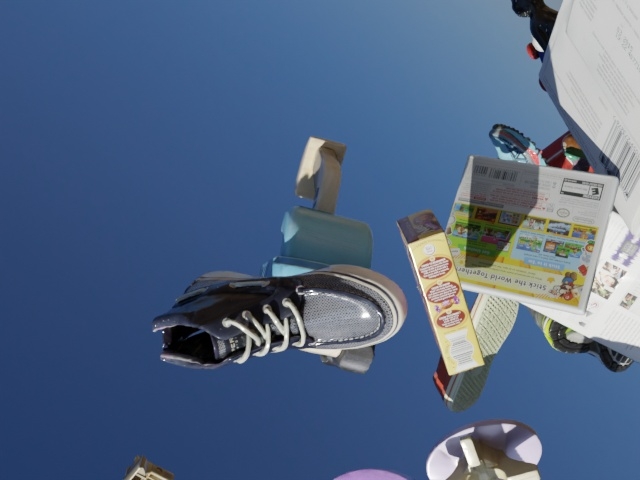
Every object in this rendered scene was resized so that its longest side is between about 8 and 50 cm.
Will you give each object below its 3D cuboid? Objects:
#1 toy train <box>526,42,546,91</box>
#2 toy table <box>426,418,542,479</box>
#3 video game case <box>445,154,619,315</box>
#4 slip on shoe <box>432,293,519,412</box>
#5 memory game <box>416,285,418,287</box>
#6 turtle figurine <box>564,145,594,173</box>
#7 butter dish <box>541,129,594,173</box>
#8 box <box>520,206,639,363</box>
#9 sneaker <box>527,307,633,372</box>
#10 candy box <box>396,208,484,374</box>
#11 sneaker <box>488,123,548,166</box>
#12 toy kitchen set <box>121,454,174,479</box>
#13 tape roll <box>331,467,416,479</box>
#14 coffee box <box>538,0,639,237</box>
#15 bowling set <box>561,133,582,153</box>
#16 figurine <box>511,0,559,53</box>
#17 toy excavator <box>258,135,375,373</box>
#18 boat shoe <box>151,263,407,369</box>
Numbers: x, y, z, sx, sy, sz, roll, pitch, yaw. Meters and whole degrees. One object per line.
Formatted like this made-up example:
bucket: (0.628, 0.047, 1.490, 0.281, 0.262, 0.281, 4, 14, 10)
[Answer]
toy train: (0.585, -0.374, 2.121, 0.143, 0.105, 0.248, 5, -117, -52)
toy table: (0.376, 0.527, 2.088, 0.252, 0.274, 0.161, 57, -166, -9)
video game case: (0.296, -0.013, 1.323, 0.227, 0.206, 0.026, 12, 166, 26)
slip on shoe: (0.309, 0.200, 1.862, 0.123, 0.331, 0.101, -6, -144, -33)
memory game: (0.255, 0.047, 1.598, 0.012, 0.186, 0.186, 67, -157, -3)
turtle figurine: (0.440, -0.042, 1.655, 0.118, 0.234, 0.175, -4, -140, -25)
butter dish: (0.621, -0.176, 2.158, 0.118, 0.160, 0.160, -11, -113, -50)
box: (0.523, 0.077, 1.528, 0.322, 0.232, 0.058, 28, -149, 4)
sneaker: (0.530, 0.169, 1.787, 0.300, 0.111, 0.121, 24, -163, -33)
candy box: (0.153, 0.064, 1.163, 0.109, 0.053, 0.186, -98, -12, -72)
sneaker: (0.416, -0.121, 1.899, 0.262, 0.125, 0.104, 54, 173, -17)
toy kitchen set: (-0.274, 0.390, 1.470, 0.075, 0.068, 0.083, 31, -155, -15)
tape roll: (0.100, 0.560, 1.675, 0.275, 0.275, 0.090, 53, -179, 17)
coffee box: (0.559, -0.261, 1.279, 0.338, 0.334, 0.337, 90, 162, -59)
bowling set: (0.621, -0.196, 1.900, 0.287, 0.200, 0.154, 38, -152, -35)
figurine: (0.446, -0.389, 1.736, 0.215, 0.092, 0.209, 36, -157, -54)
toy excavator: (0.000, 0.000, 1.683, 0.222, 0.445, 0.433, 15, 173, -8)
boat shoe: (-0.063, 0.117, 1.223, 0.158, 0.341, 0.127, -43, -56, -55)
